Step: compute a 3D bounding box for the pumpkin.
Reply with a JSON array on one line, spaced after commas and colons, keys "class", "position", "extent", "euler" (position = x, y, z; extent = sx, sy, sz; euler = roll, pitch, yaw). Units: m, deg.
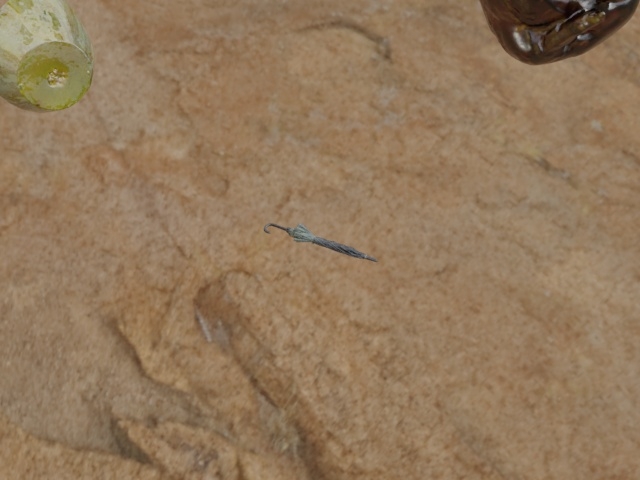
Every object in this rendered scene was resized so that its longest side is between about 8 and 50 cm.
[{"class": "pumpkin", "position": [-0.479, -0.323, 1.563], "extent": [0.110, 0.217, 0.217], "euler": [28, 42, 33]}]

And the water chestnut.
[{"class": "water chestnut", "position": [0.346, -0.391, 1.231], "extent": [0.289, 0.289, 0.244], "euler": [-29, 72, -38]}]

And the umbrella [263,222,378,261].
[{"class": "umbrella", "position": [0.002, -0.004, 1.839], "extent": [0.269, 0.044, 0.044], "euler": [15, 52, 22]}]
